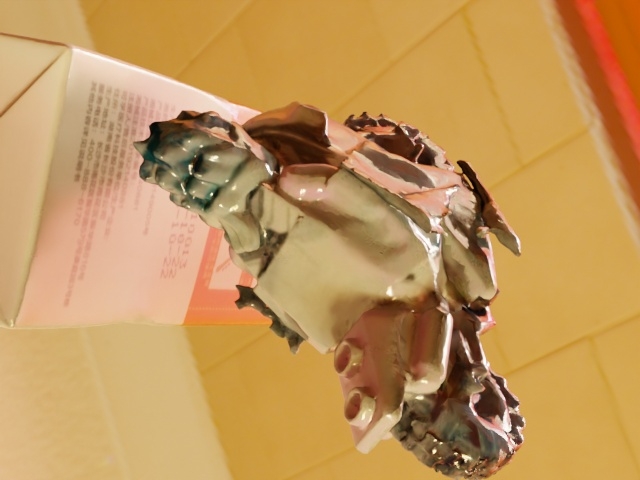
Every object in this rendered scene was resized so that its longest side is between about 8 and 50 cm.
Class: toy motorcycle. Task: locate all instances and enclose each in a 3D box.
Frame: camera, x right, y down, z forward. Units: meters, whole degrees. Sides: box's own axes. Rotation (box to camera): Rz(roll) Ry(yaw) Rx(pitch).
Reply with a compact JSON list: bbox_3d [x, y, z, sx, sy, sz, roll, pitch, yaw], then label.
[{"bbox_3d":[-0.003,0.004,0.719,0.204,0.108,0.239,18,-156,-27],"label":"toy motorcycle"}]

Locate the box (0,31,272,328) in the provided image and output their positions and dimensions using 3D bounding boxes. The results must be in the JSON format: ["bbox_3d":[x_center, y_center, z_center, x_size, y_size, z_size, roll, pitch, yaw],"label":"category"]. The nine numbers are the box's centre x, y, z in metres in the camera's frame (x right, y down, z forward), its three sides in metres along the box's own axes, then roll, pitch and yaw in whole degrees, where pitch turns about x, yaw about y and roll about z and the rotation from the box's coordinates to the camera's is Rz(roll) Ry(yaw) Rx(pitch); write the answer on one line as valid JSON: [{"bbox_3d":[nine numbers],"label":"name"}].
[{"bbox_3d":[-0.164,-0.038,0.866,0.341,0.225,0.143,5,-83,-68],"label":"box"}]
